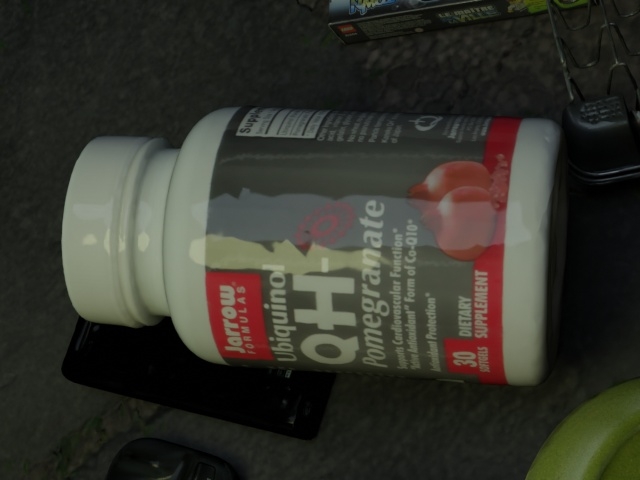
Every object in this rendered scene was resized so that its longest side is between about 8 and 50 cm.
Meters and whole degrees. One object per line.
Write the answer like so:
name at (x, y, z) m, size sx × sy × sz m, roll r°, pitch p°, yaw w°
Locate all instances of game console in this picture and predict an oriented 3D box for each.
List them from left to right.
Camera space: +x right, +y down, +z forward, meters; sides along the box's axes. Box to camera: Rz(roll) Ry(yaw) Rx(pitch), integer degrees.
game console at (-0.118, 0.166, 1.180) m, size 0.213 × 0.044 × 0.361 m, roll 11°, pitch 73°, yaw 30°

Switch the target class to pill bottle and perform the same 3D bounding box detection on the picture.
pill bottle at (0.000, 0.000, 1.071) m, size 0.318 × 0.176 × 0.176 m, roll 3°, pitch 70°, yaw 13°

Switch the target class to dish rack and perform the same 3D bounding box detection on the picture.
dish rack at (0.243, -0.190, 1.104) m, size 0.208 × 0.074 × 0.271 m, roll -13°, pitch 67°, yaw 9°

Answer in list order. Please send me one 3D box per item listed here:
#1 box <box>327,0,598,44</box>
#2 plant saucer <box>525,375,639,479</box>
box at (0.108, -0.221, 1.230) m, size 0.207 × 0.036 × 0.114 m, roll -5°, pitch 68°, yaw 25°
plant saucer at (0.233, 0.182, 0.928) m, size 0.241 × 0.037 × 0.241 m, roll 3°, pitch 64°, yaw -7°
